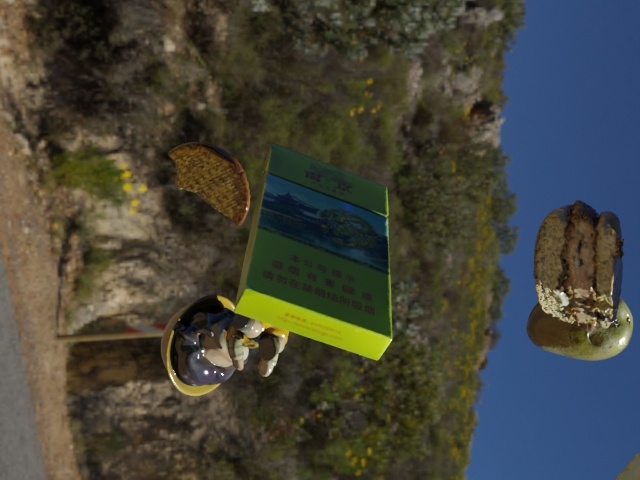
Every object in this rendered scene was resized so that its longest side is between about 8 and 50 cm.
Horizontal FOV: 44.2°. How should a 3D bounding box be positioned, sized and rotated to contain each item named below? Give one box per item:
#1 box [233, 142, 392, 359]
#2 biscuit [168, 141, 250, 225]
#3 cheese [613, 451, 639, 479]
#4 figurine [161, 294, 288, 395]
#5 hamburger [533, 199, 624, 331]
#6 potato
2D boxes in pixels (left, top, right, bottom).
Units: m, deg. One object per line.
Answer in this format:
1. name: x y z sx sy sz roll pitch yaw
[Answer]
1. box: 0.000 0.000 1.034 0.335 0.187 0.047 -86 -162 -54
2. biscuit: -0.258 -0.135 1.883 0.229 0.176 0.031 67 22 -11
3. cheese: 0.515 0.441 1.127 0.242 0.265 0.124 39 -25 32
4. figurine: -0.174 0.178 1.440 0.192 0.256 0.167 39 38 -43
5. hamburger: 0.489 0.048 1.467 0.245 0.155 0.282 -27 123 -58
6. potato: 0.605 0.199 1.870 0.251 0.159 0.174 -8 -97 37
